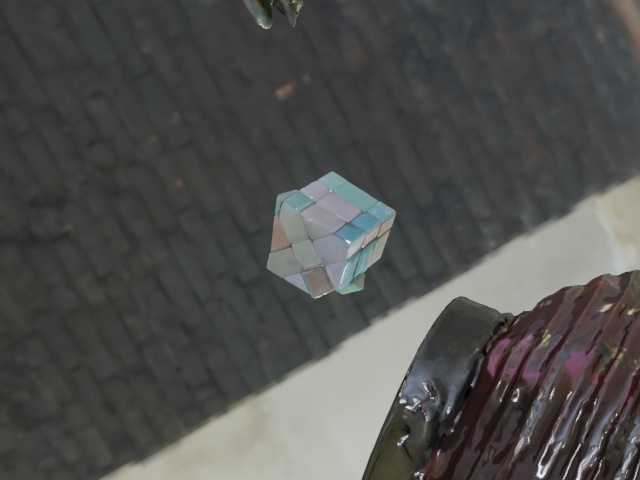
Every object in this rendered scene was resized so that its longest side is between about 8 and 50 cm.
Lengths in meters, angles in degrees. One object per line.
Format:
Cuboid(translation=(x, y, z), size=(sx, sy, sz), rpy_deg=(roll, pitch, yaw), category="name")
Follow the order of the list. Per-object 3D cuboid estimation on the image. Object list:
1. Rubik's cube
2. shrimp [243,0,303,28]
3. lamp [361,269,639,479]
Cuboid(translation=(0.003, 0.000, 1.161), size=(0.084, 0.075, 0.073), rpy_deg=(43, 135, 34), category="Rubik's cube")
Cuboid(translation=(-0.078, -0.314, 1.118), size=(0.247, 0.085, 0.360), rpy_deg=(-33, -77, -84), category="shrimp")
Cuboid(translation=(0.141, 0.129, 0.794), size=(0.247, 0.247, 0.247), rpy_deg=(60, 176, 6), category="lamp")
